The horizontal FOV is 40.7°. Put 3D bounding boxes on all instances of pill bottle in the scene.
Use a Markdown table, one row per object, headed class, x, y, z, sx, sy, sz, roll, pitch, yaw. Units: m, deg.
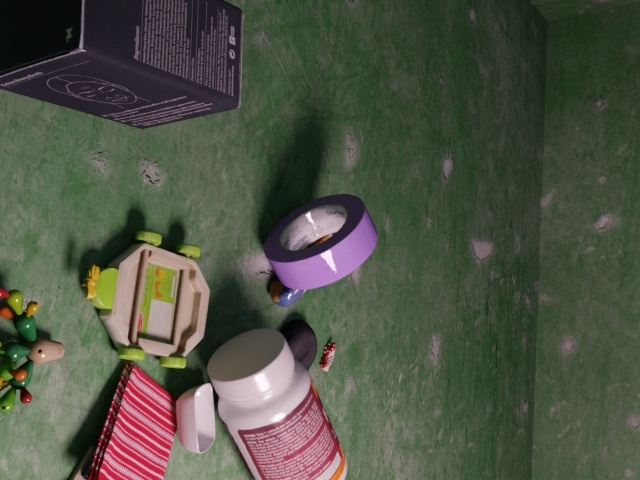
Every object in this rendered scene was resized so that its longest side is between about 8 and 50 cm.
| class | x | y | z | sx | sy | sz | roll | pitch | yaw |
| --- | --- | --- | --- | --- | --- | --- | --- | --- | --- |
| pill bottle | -0.100 | 0.412 | 1.986 | 0.224 | 0.224 | 0.392 | -50 | 128 | -44 |

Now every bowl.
| class | x | y | z | sx | sy | sz | roll | pitch | yaw |
| --- | --- | --- | --- | --- | --- | --- | --- | --- | --- |
| bowl | -0.274 | 0.387 | 1.877 | 0.142 | 0.053 | 0.142 | 3 | 82 | -81 |

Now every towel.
| class | x | y | z | sx | sy | sz | roll | pitch | yaw |
| --- | --- | --- | --- | --- | --- | --- | --- | --- | --- |
| towel | -0.366 | 0.408 | 1.747 | 0.199 | 0.031 | 0.275 | 53 | 35 | -40 |

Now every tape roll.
| class | x | y | z | sx | sy | sz | roll | pitch | yaw |
| --- | --- | --- | --- | --- | --- | --- | --- | --- | --- |
| tape roll | 0.000 | 0.000 | 2.135 | 0.275 | 0.274 | 0.090 | -56 | 128 | -41 |

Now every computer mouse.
| class | x | y | z | sx | sy | sz | roll | pitch | yaw |
| --- | --- | --- | --- | --- | --- | --- | --- | --- | --- |
| computer mouse | -0.073 | 0.313 | 2.174 | 0.188 | 0.072 | 0.272 | 59 | 44 | -30 |

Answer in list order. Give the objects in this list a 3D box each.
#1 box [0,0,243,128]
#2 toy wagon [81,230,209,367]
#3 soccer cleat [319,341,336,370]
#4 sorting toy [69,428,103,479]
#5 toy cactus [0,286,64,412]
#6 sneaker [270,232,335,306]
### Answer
| class | x | y | z | sx | sy | sz | roll | pitch | yaw |
| --- | --- | --- | --- | --- | --- | --- | --- | --- | --- |
| box | -0.385 | -0.372 | 1.635 | 0.395 | 0.293 | 0.212 | 11 | 77 | -53 |
| toy wagon | -0.367 | 0.117 | 1.798 | 0.344 | 0.068 | 0.267 | 23 | 68 | -50 |
| soccer cleat | 0.023 | 0.316 | 2.344 | 0.035 | 0.029 | 0.083 | 56 | 48 | -47 |
| sorting toy | -0.428 | 0.490 | 1.691 | 0.132 | 0.046 | 0.274 | 57 | 44 | -34 |
| toy cactus | -0.530 | 0.194 | 1.552 | 0.180 | 0.112 | 0.219 | 12 | 68 | -63 |
| sneaker | -0.021 | 0.088 | 2.237 | 0.296 | 0.112 | 0.131 | -53 | 129 | -41 |
